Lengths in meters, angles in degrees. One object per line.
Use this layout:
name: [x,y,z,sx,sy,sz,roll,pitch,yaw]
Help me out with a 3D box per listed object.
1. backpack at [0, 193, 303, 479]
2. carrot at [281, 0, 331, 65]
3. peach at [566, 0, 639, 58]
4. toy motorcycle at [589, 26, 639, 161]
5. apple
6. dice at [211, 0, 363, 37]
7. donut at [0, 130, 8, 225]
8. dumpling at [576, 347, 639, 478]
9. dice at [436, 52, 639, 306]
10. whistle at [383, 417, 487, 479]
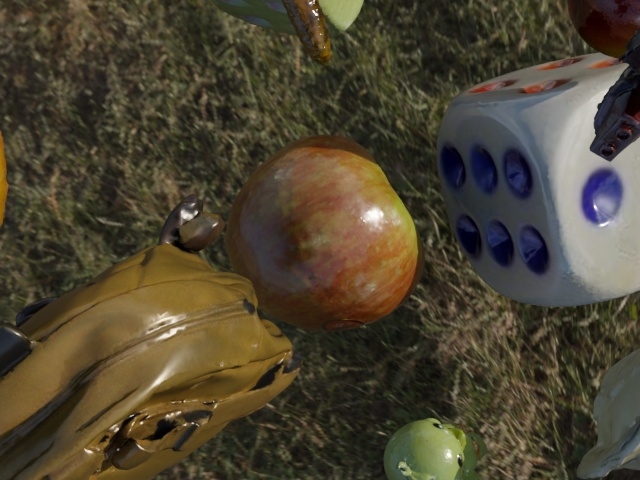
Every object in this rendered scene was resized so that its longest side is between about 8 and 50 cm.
backpack: [-0.192,0.136,0.909,0.353,0.378,0.201,-42,81,1]
carrot: [-0.045,-0.389,1.378,0.066,0.066,0.314,-20,106,10]
peach: [0.404,-0.314,1.219,0.197,0.197,0.197,-4,74,15]
toy motorcycle: [0.319,-0.149,0.905,0.082,0.213,0.122,29,48,-5]
apple: [0.000,0.000,1.403,0.250,0.309,0.277,-34,51,1]
dice: [-0.055,-0.527,1.821,0.252,0.250,0.254,15,89,20]
donut: [-0.389,-0.065,0.781,0.278,0.108,0.277,5,117,10]
dumpling: [0.554,0.307,1.637,0.233,0.395,0.315,49,120,14]
dice: [0.367,-0.095,1.445,0.304,0.277,0.304,-20,107,-23]
whistle: [0.213,0.350,1.656,0.141,0.294,0.141,9,103,41]
